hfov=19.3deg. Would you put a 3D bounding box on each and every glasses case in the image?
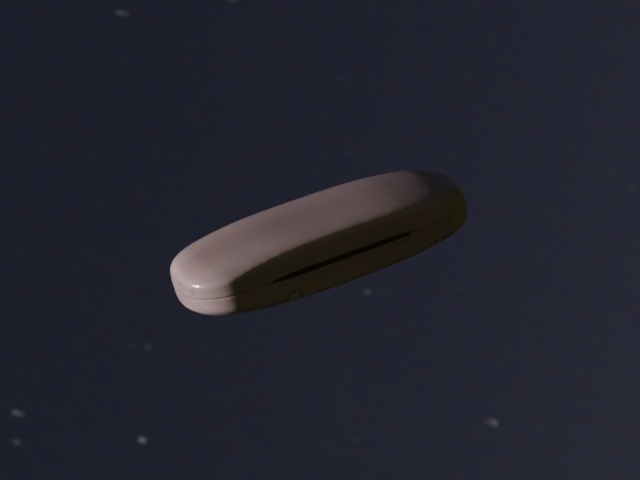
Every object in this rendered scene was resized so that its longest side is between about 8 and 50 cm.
[{"bbox_3d":[0.000,0.000,1.801,0.297,0.113,0.075,-20,-67,-17],"label":"glasses case"}]
